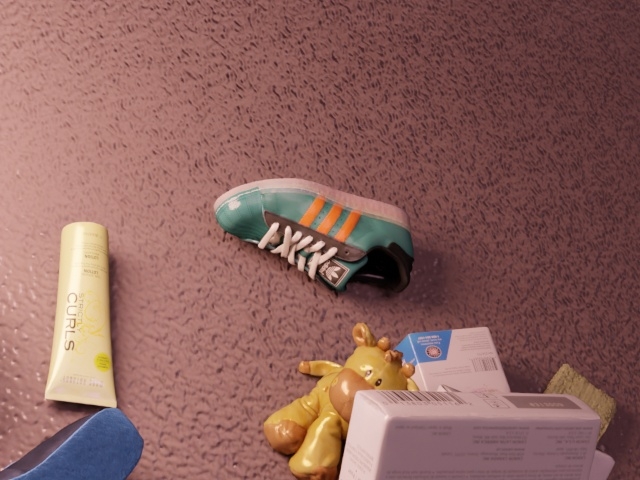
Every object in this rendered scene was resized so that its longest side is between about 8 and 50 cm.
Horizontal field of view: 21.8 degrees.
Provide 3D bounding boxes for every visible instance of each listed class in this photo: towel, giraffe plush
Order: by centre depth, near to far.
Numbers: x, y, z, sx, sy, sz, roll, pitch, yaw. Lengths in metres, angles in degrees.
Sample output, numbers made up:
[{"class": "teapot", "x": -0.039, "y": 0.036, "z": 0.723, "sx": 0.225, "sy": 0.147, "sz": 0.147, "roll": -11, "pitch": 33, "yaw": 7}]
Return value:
[{"class": "giraffe plush", "x": 0.051, "y": 0.208, "z": 2.141, "sx": 0.181, "sy": 0.170, "sz": 0.210, "roll": 29, "pitch": 51, "yaw": -9}, {"class": "towel", "x": 0.356, "y": 0.252, "z": 2.375, "sx": 0.110, "sy": 0.027, "sz": 0.148, "roll": 38, "pitch": 51, "yaw": -1}]

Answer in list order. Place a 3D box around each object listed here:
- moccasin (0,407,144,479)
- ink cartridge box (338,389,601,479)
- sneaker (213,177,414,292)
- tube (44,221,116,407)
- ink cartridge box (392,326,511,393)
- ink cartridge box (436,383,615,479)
[{"class": "moccasin", "x": -0.336, "y": 0.321, "z": 1.899, "sx": 0.342, "sy": 0.117, "sz": 0.137, "roll": -31, "pitch": 91, "yaw": -44}, {"class": "ink cartridge box", "x": 0.161, "y": 0.375, "z": 2.051, "sx": 0.308, "sy": 0.384, "sz": 0.091, "roll": 3, "pitch": 17, "yaw": -27}, {"class": "sneaker", "x": 0.000, "y": 0.000, "z": 2.287, "sx": 0.302, "sy": 0.108, "sz": 0.121, "roll": 9, "pitch": 52, "yaw": -25}, {"class": "tube", "x": -0.297, "y": 0.094, "z": 2.099, "sx": 0.070, "sy": 0.062, "sz": 0.240, "roll": -8, "pitch": 63, "yaw": 13}, {"class": "ink cartridge box", "x": 0.193, "y": 0.239, "z": 2.258, "sx": 0.134, "sy": 0.078, "sz": 0.231, "roll": -3, "pitch": 62, "yaw": -28}, {"class": "ink cartridge box", "x": 0.218, "y": 0.339, "z": 2.143, "sx": 0.275, "sy": 0.060, "sz": 0.238, "roll": 23, "pitch": 96, "yaw": -29}]
